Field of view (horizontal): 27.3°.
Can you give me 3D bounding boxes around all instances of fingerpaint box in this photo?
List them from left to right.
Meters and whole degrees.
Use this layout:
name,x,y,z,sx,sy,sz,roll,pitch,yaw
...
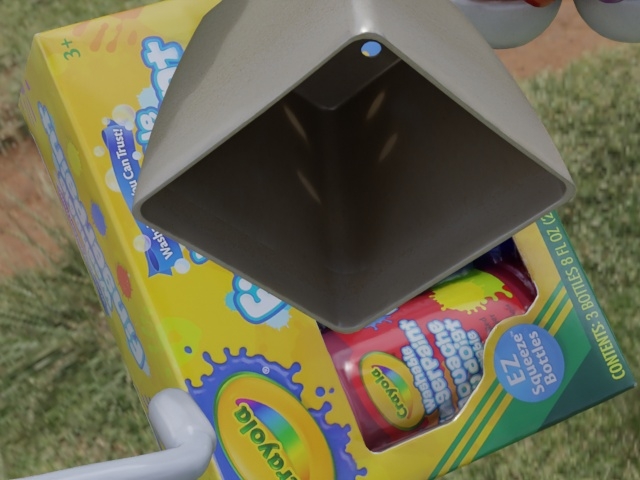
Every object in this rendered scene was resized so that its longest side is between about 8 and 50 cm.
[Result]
name,x,y,z,sx,sy,sz,roll,pitch,yaw
fingerpaint box,0.000,0.000,1.124,0.371,0.163,0.444,-19,80,-22

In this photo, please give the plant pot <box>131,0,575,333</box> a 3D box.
name,x,y,z,sx,sy,sz,roll,pitch,yaw
plant pot,0.008,-0.048,0.468,0.109,0.109,0.096,-34,42,30

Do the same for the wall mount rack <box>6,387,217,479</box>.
name,x,y,z,sx,sy,sz,roll,pitch,yaw
wall mount rack,-0.157,0.110,0.546,0.131,0.350,0.304,-9,27,-33

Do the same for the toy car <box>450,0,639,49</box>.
name,x,y,z,sx,sy,sz,roll,pitch,yaw
toy car,0.141,-0.179,0.714,0.182,0.159,0.136,-2,23,1
